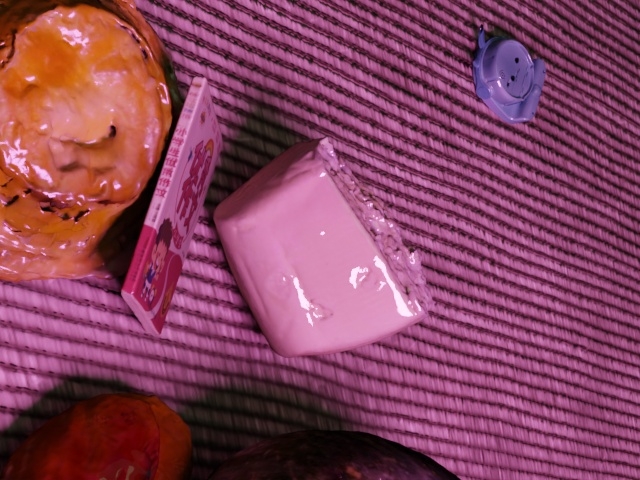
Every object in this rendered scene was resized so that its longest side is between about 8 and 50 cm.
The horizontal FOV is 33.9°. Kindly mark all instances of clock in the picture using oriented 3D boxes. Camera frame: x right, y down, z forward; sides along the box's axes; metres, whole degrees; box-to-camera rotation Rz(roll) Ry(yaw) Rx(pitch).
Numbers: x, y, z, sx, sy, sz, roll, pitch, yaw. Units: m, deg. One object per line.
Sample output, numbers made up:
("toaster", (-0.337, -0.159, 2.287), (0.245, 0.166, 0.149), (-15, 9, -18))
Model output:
("clock", (0.259, -0.243, 1.502), (0.147, 0.045, 0.108), (32, 65, -34))

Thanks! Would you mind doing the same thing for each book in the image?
("book", (-0.147, -0.031, 1.072), (0.022, 0.162, 0.232), (15, 72, 5))

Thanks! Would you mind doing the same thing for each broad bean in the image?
("broad bean", (-0.219, 0.239, 0.995), (0.156, 0.122, 0.228), (45, 49, 0))

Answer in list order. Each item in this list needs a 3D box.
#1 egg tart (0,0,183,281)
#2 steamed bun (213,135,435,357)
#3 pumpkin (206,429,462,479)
("egg tart", (-0.248, -0.122, 0.996), (0.341, 0.129, 0.341), (5, 82, -42))
("steamed bun", (0.000, 0.000, 1.171), (0.170, 0.200, 0.226), (-70, 138, -73))
("pumpkin", (0.008, 0.410, 1.030), (0.454, 0.344, 0.455), (22, 61, -45))
